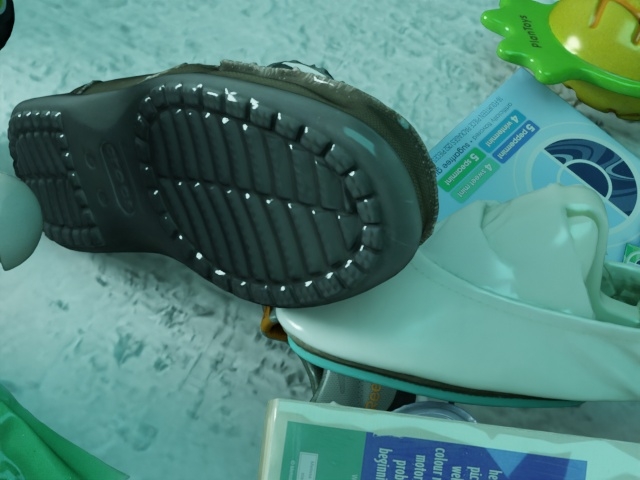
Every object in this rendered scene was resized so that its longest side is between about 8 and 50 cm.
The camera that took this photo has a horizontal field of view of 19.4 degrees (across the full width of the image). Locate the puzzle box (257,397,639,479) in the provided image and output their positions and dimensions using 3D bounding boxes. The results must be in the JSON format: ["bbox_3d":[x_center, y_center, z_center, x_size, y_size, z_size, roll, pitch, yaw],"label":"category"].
[{"bbox_3d":[0.082,0.297,0.968,0.272,0.052,0.409,8,83,-6],"label":"puzzle box"}]

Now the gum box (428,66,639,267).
[{"bbox_3d":[0.155,-0.010,1.269,0.184,0.041,0.157,39,60,14],"label":"gum box"}]

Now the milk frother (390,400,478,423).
[{"bbox_3d":[0.063,0.189,1.076,0.129,0.135,0.143,-19,55,15],"label":"milk frother"}]

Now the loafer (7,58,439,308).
[{"bbox_3d":[-0.050,-0.057,1.107,0.130,0.134,0.366,-26,24,-33],"label":"loafer"}]

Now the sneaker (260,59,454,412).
[{"bbox_3d":[0.000,0.000,1.202,0.108,0.100,0.271,-13,63,-12],"label":"sneaker"}]

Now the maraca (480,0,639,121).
[{"bbox_3d":[0.204,-0.137,1.316,0.185,0.099,0.127,3,34,-17],"label":"maraca"}]

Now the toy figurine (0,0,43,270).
[{"bbox_3d":[-0.254,-0.091,1.124,0.148,0.213,0.209,-12,28,-10],"label":"toy figurine"}]

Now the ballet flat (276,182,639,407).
[{"bbox_3d":[0.180,0.034,1.075,0.400,0.139,0.139,12,58,-1],"label":"ballet flat"}]

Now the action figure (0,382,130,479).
[{"bbox_3d":[-0.240,0.102,1.111,0.137,0.063,0.232,-37,76,-25],"label":"action figure"}]
